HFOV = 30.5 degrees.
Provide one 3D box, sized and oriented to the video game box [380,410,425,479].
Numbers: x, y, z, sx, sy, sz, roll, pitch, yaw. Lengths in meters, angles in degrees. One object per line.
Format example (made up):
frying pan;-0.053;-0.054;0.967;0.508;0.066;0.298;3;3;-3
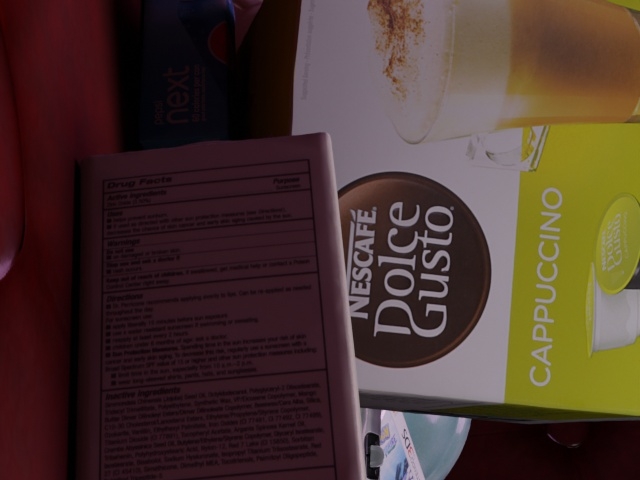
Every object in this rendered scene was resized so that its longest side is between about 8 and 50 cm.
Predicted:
video game box;0.048;0.305;1.346;0.205;0.048;0.187;-47;125;-42

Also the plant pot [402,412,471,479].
plant pot;0.024;0.196;1.517;0.196;0.293;0.293;32;46;-54

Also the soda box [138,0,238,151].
soda box;-0.107;-0.138;0.970;0.067;0.071;0.210;83;2;-52

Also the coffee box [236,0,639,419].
coffee box;0.095;-0.028;0.986;0.338;0.334;0.338;149;-53;-74

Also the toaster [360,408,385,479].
toaster;-0.025;0.176;1.189;0.110;0.185;0.168;68;23;-76

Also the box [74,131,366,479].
box;-0.054;0.072;0.674;0.127;0.148;0.232;82;3;-61

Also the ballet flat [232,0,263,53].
ballet flat;-0.070;-0.214;1.422;0.182;0.164;0.483;46;1;-6
